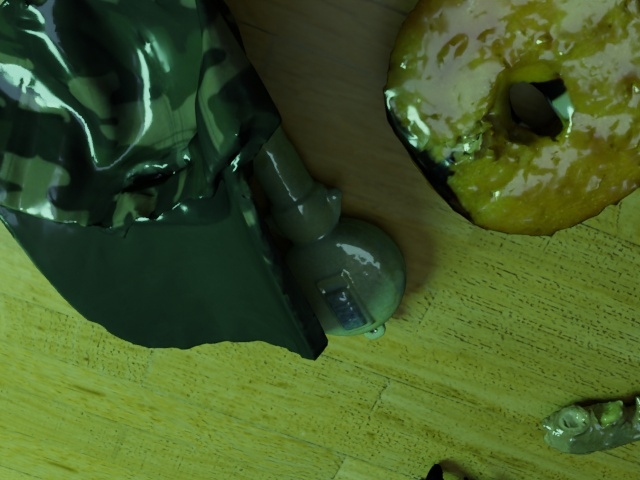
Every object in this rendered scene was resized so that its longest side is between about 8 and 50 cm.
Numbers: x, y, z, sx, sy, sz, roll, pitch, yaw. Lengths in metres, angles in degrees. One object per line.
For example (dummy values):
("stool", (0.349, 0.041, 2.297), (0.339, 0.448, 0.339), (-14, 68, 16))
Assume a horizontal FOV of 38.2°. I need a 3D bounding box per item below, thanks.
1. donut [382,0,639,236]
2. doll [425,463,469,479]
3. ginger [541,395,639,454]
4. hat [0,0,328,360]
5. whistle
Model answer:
("donut", (0.178, -0.127, 0.783), (0.254, 0.118, 0.253), (1, 122, 2))
("doll", (0.202, 0.324, 1.067), (0.195, 0.070, 0.096), (26, 134, -3))
("ginger", (0.325, 0.191, 0.997), (0.174, 0.051, 0.069), (-25, 121, 11))
("hat", (-0.129, -0.058, 0.835), (0.366, 0.257, 0.382), (3, 157, 30))
("whistle", (0.000, 0.000, 0.895), (0.126, 0.067, 0.258), (-22, 113, 18))
